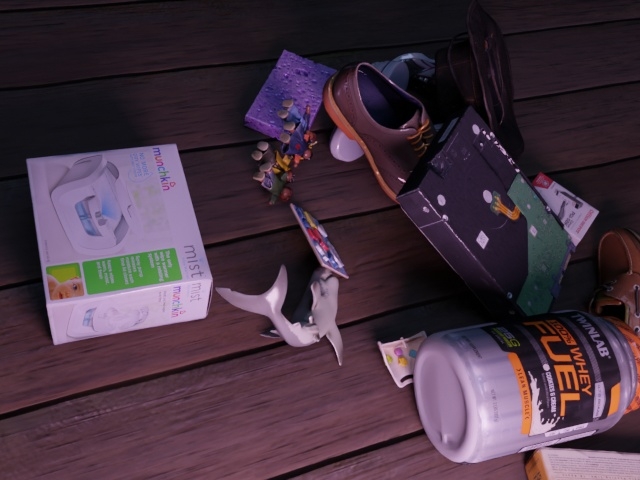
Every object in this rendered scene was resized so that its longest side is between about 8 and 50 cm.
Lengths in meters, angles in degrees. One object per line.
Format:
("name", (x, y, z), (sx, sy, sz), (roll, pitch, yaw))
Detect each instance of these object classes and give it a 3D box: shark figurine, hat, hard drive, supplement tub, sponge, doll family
("shark figurine", (-0.051, 0.122, 1.115), (0.116, 0.278, 0.166), (-11, 87, 21))
("hat", (0.291, -0.297, 1.457), (0.134, 0.331, 0.331), (-13, 50, 25))
("hard drive", (0.290, -0.029, 1.261), (0.339, 0.064, 0.237), (46, 53, -17))
("supplement tub", (0.316, 0.209, 1.115), (0.316, 0.193, 0.193), (-7, 59, -20))
("sponge", (-0.055, -0.277, 1.444), (0.117, 0.031, 0.210), (23, 53, 1))
("doll family", (-0.056, -0.154, 1.309), (0.076, 0.111, 0.193), (29, 83, 38))

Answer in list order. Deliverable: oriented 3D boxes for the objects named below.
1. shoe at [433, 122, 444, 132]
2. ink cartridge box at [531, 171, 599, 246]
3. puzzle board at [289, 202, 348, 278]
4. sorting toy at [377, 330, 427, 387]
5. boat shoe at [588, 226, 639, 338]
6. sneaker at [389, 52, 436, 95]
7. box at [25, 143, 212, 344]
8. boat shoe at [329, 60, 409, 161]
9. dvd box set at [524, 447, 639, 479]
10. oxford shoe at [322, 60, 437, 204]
("shoe", (0.202, -0.170, 1.421), (0.178, 0.063, 0.081), (-17, 57, -30))
("ink cartridge box", (0.442, -0.051, 1.412), (0.135, 0.056, 0.099), (36, 54, 11))
("puzzle board", (0.000, 0.000, 1.239), (0.011, 0.096, 0.128), (-36, 61, 15))
("sorting toy", (0.133, 0.191, 1.174), (0.083, 0.045, 0.075), (-10, 67, -22))
("boat shoe", (0.528, 0.104, 1.296), (0.105, 0.110, 0.307), (6, 55, -13))
("sneaker", (0.217, -0.338, 1.540), (0.178, 0.072, 0.077), (-6, 69, -13))
("box", (-0.306, 0.000, 1.130), (0.231, 0.126, 0.261), (-8, 58, -18))
("boat shoe", (0.079, -0.252, 1.440), (0.084, 0.095, 0.258), (15, 53, 35))
("dvd box set", (0.476, 0.487, 1.003), (0.308, 0.062, 0.420), (6, 44, -12))
("oxford shoe", (0.154, -0.162, 1.311), (0.364, 0.133, 0.130), (43, 74, -11))
